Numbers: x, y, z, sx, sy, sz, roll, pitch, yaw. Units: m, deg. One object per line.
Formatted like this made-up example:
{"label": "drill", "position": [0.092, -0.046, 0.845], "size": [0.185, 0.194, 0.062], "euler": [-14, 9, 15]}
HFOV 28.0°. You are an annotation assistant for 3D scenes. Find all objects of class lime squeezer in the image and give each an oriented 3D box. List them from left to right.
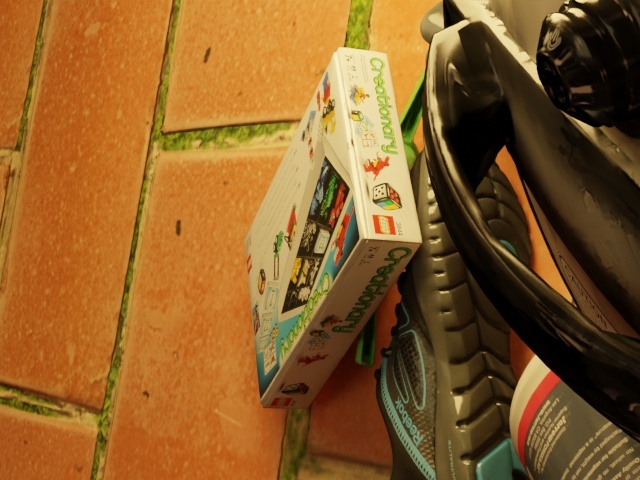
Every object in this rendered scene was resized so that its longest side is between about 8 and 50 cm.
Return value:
{"label": "lime squeezer", "position": [0.059, -0.045, 1.166], "size": [0.110, 0.058, 0.310], "euler": [119, 167, -88]}

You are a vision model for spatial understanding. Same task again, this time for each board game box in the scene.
{"label": "board game box", "position": [0.000, 0.000, 1.148], "size": [0.305, 0.053, 0.193], "euler": [120, 148, -53]}

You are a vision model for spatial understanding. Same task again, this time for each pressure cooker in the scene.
{"label": "pressure cooker", "position": [0.264, -0.067, 0.617], "size": [0.376, 0.420, 0.370], "euler": [66, 171, -2]}

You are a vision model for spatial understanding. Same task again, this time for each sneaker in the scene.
{"label": "sneaker", "position": [0.095, 0.076, 1.065], "size": [0.139, 0.125, 0.341], "euler": [-20, 63, 47]}

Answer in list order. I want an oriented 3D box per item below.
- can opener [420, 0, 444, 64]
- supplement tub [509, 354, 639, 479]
{"label": "can opener", "position": [0.204, -0.120, 1.012], "size": [0.280, 0.074, 0.093], "euler": [28, 62, 31]}
{"label": "supplement tub", "position": [0.247, 0.174, 0.785], "size": [0.191, 0.191, 0.272], "euler": [-53, 36, 24]}
